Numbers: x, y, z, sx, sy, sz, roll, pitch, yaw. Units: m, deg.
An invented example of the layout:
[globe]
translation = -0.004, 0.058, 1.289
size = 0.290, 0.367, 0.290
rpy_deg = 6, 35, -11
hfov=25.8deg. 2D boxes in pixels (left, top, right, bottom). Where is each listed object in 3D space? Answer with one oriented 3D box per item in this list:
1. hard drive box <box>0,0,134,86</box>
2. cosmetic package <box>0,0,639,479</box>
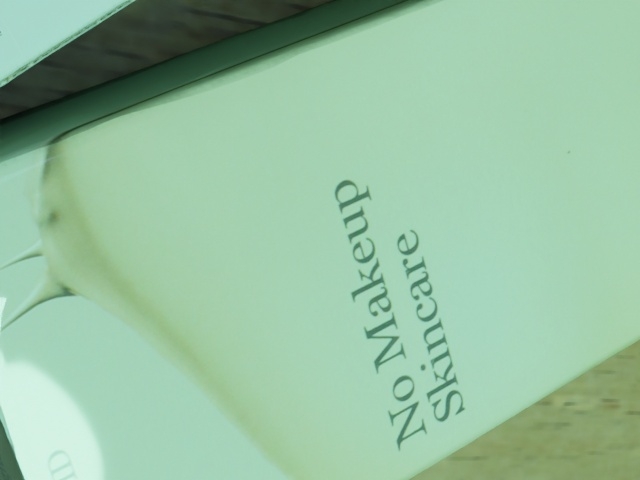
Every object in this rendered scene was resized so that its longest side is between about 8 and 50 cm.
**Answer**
[hard drive box]
translation = -0.100, -0.165, 0.453
size = 0.232, 0.089, 0.181
rpy_deg = -38, 112, -26
[cosmetic package]
translation = 0.000, 0.000, 0.515
size = 0.309, 0.113, 0.160
rpy_deg = -27, 106, -31
